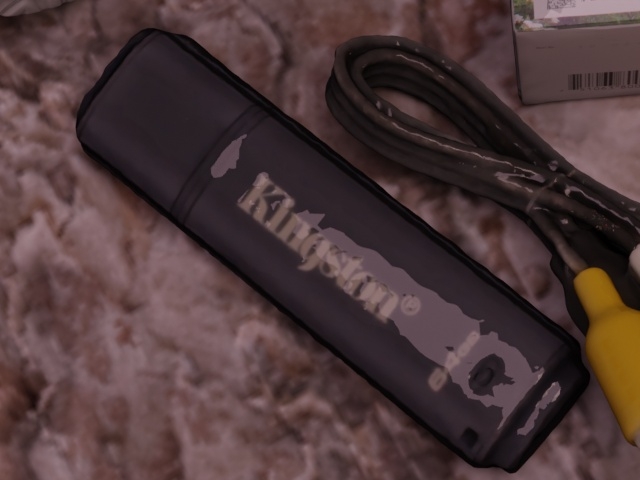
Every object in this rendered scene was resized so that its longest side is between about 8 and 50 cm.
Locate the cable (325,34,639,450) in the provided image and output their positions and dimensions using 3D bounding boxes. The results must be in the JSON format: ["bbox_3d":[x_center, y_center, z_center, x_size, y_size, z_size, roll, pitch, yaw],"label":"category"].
[{"bbox_3d":[0.125,-0.015,0.770,0.139,0.072,0.287,-24,62,-26],"label":"cable"}]

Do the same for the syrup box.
[{"bbox_3d":[0.131,-0.193,0.813,0.093,0.096,0.237,-4,74,8],"label":"syrup box"}]

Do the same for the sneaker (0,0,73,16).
[{"bbox_3d":[-0.126,-0.213,0.882,0.115,0.090,0.232,36,75,24],"label":"sneaker"}]

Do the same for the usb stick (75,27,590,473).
[{"bbox_3d":[0.000,0.000,0.811,0.278,0.045,0.077,39,84,17],"label":"usb stick"}]
